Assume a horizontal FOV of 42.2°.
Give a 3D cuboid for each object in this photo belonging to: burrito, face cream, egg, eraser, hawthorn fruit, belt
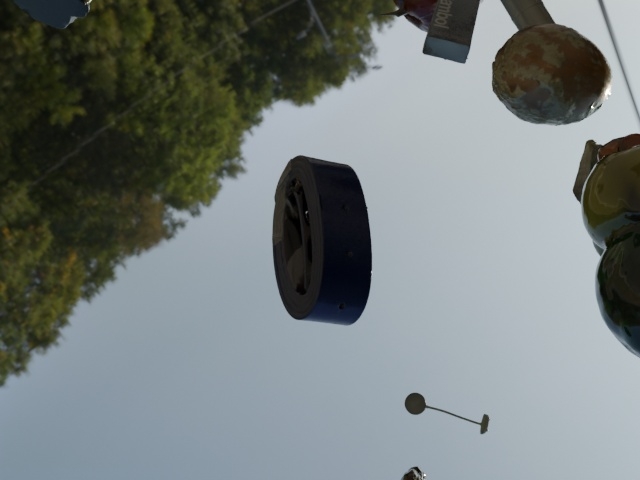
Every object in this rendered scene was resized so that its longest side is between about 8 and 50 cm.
[{"bbox_3d":[0.562,-0.136,1.734,0.041,0.149,0.055,-14,-154,-35],"label":"burrito"},{"bbox_3d":[0.461,-0.510,1.850,0.077,0.250,0.077,-26,168,-6],"label":"face cream"},{"bbox_3d":[0.462,-0.329,1.658,0.245,0.203,0.203,12,-152,-2],"label":"egg"},{"bbox_3d":[0.272,-0.449,1.702,0.092,0.046,0.212,15,-130,4],"label":"eraser"},{"bbox_3d":[0.301,-0.646,2.065,0.258,0.258,0.261,13,-93,58],"label":"hawthorn fruit"},{"bbox_3d":[0.000,0.000,1.613,0.212,0.117,0.346,-49,-139,48],"label":"belt"}]

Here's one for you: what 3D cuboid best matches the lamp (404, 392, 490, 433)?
[{"bbox_3d":[0.282,0.385,1.859,0.198,0.056,0.050,13,-101,19],"label":"lamp"}]

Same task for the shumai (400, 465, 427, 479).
[{"bbox_3d":[0.127,0.382,1.127,0.105,0.123,0.139,-32,-176,-11],"label":"shumai"}]

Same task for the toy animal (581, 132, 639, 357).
[{"bbox_3d":[0.411,-0.012,0.996,0.216,0.191,0.338,-31,-137,46],"label":"toy animal"}]

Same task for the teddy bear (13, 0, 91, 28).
[{"bbox_3d":[-0.493,-0.520,1.508,0.144,0.171,0.250,129,-34,-53],"label":"teddy bear"}]
